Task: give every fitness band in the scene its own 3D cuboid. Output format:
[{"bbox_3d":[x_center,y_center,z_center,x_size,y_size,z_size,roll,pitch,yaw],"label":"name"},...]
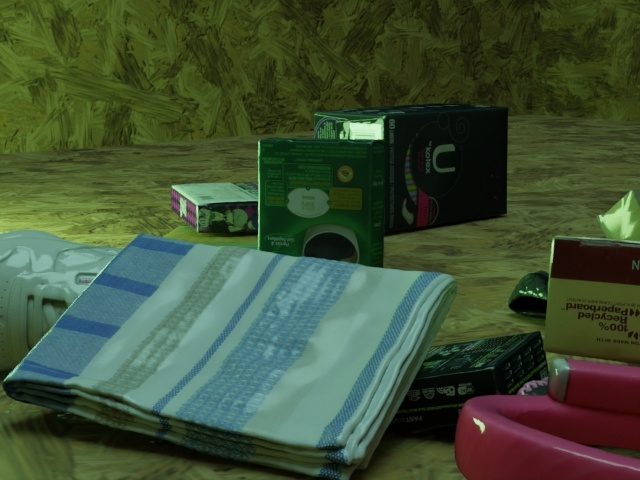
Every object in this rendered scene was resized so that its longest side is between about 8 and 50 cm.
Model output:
[{"bbox_3d":[0.223,0.124,0.722,0.291,0.054,0.209,7,8,-1],"label":"fitness band"}]

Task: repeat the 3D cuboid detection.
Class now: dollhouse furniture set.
[{"bbox_3d":[0.395,-0.006,1.265,0.123,0.144,0.151,-3,-29,-32],"label":"dollhouse furniture set"}]

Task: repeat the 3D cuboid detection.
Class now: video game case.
[{"bbox_3d":[-0.074,-0.045,1.624,0.210,0.042,0.232,-2,8,-15],"label":"video game case"}]

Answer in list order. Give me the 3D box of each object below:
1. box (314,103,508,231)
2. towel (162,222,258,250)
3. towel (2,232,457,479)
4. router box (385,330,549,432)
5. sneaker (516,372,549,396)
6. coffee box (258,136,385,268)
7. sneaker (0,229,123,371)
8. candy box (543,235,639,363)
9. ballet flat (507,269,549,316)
[{"bbox_3d":[0.136,-0.111,1.823,0.270,0.165,0.143,-10,13,-43],"label":"box"},{"bbox_3d":[-0.065,0.018,1.470,0.271,0.040,0.370,2,8,5],"label":"towel"},{"bbox_3d":[-0.062,0.069,0.906,0.285,0.034,0.209,8,39,25],"label":"towel"},{"bbox_3d":[0.104,0.101,0.915,0.092,0.038,0.122,-10,4,27],"label":"router box"},{"bbox_3d":[0.164,0.122,0.859,0.057,0.047,0.119,29,27,25],"label":"sneaker"},{"bbox_3d":[0.000,0.000,1.136,0.113,0.184,0.040,2,7,22],"label":"coffee box"},{"bbox_3d":[-0.180,0.050,1.043,0.305,0.114,0.152,-6,10,-28],"label":"sneaker"},{"bbox_3d":[0.306,0.051,0.957,0.183,0.087,0.316,6,0,28],"label":"candy box"},{"bbox_3d":[0.230,0.069,1.176,0.057,0.049,0.173,44,-3,-18],"label":"ballet flat"}]
